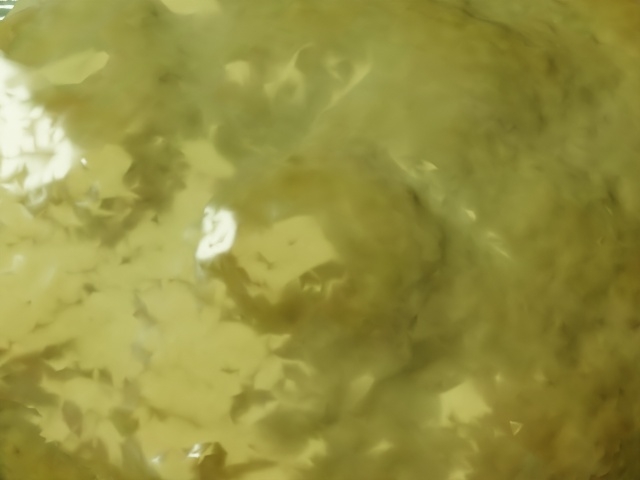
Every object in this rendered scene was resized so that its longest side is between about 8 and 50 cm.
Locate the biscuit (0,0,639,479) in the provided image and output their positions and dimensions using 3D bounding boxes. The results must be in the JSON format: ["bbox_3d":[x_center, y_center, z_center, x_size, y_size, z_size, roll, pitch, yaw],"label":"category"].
[{"bbox_3d":[-0.007,-0.038,0.445,0.446,0.104,0.429,34,66,17],"label":"biscuit"}]

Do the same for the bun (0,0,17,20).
[{"bbox_3d":[-0.254,-0.061,0.651,0.362,0.211,0.362,-7,52,9],"label":"bun"}]
